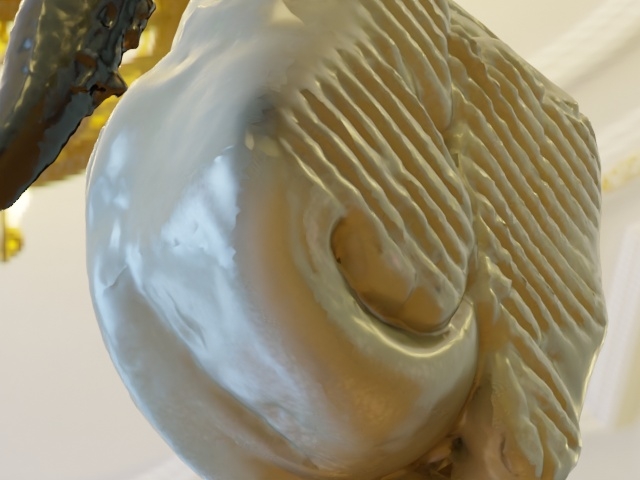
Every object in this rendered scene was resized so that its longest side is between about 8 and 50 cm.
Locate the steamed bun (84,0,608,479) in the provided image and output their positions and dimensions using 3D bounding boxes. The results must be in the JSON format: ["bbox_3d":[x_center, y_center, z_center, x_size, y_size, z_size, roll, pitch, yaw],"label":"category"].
[{"bbox_3d":[0.000,0.000,1.001,0.255,0.367,0.342,-20,-55,33],"label":"steamed bun"}]

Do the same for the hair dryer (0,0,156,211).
[{"bbox_3d":[-0.070,-0.077,0.737,0.304,0.359,0.120,21,-24,8],"label":"hair dryer"}]
